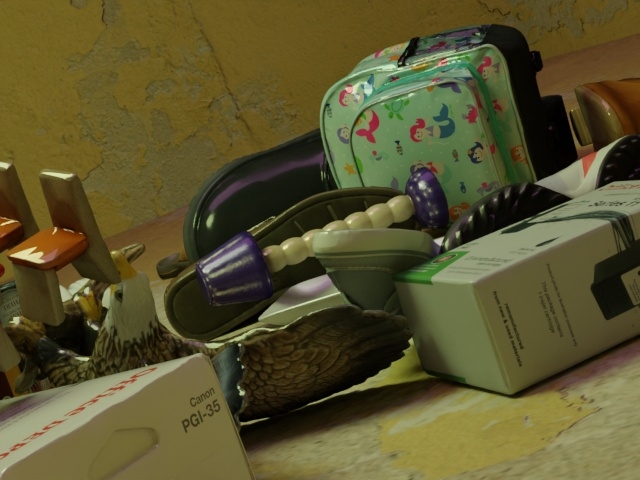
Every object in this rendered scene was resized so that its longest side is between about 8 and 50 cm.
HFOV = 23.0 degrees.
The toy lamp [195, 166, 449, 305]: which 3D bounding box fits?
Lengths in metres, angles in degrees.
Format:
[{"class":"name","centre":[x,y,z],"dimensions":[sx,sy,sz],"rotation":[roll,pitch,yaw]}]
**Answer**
[{"class":"toy lamp","centre":[0.000,0.000,1.686],"dimensions":[0.274,0.080,0.080],"rotation":[-20,7,-14]}]

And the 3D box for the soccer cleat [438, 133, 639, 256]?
[{"class":"soccer cleat","centre":[0.192,-0.001,1.347],"dimensions":[0.318,0.109,0.116],"rotation":[-27,-6,-45]}]

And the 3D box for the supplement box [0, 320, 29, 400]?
[{"class":"supplement box","centre":[-0.351,0.151,1.294],"dimensions":[0.129,0.191,0.194],"rotation":[-15,10,32]}]

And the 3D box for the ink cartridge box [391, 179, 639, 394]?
[{"class":"ink cartridge box","centre":[0.180,0.028,1.147],"dimensions":[0.208,0.087,0.153],"rotation":[-22,7,-19]}]

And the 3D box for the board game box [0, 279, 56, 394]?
[{"class":"board game box","centre":[-0.329,0.141,1.427],"dimensions":[0.243,0.165,0.042],"rotation":[-19,7,16]}]

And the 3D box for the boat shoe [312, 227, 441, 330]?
[{"class":"boat shoe","centre":[0.057,0.038,1.251],"dimensions":[0.079,0.081,0.227],"rotation":[-2,-10,22]}]

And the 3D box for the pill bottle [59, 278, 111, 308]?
[{"class":"pill bottle","centre":[-0.335,0.114,1.868],"dimensions":[0.186,0.112,0.112],"rotation":[-24,8,-29]}]

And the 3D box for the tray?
[{"class":"tray","centre":[0.078,0.036,1.617],"dimensions":[0.270,0.030,0.145],"rotation":[-18,8,16]}]

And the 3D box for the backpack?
[{"class":"backpack","centre":[0.127,-0.121,1.848],"dimensions":[0.253,0.225,0.191],"rotation":[-6,23,30]}]

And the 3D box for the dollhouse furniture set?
[{"class":"dollhouse furniture set","centre":[-0.319,0.021,1.084],"dimensions":[0.259,0.135,0.262],"rotation":[10,36,43]}]

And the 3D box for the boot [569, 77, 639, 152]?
[{"class":"boot","centre":[0.428,-0.178,1.960],"dimensions":[0.211,0.104,0.295],"rotation":[-20,3,4]}]

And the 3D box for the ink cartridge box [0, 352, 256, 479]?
[{"class":"ink cartridge box","centre":[-0.209,0.178,0.980],"dimensions":[0.283,0.117,0.207],"rotation":[-16,8,38]}]

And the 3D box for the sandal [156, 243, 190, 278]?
[{"class":"sandal","centre":[-0.181,0.010,2.440],"dimensions":[0.090,0.060,0.219],"rotation":[-27,9,-41]}]

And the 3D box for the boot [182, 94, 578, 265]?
[{"class":"boot","centre":[0.073,-0.071,2.112],"dimensions":[0.445,0.146,0.367],"rotation":[1,31,47]}]

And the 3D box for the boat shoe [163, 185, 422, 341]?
[{"class":"boat shoe","centre":[-0.036,0.013,1.787],"dimensions":[0.307,0.111,0.104],"rotation":[-20,8,-1]}]

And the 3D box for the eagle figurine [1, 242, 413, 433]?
[{"class":"eagle figurine","centre":[-0.112,0.106,1.183],"dimensions":[0.298,0.225,0.226],"rotation":[19,74,31]}]
